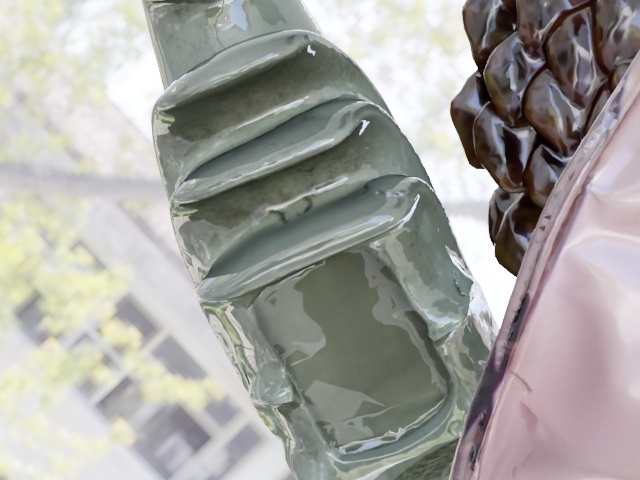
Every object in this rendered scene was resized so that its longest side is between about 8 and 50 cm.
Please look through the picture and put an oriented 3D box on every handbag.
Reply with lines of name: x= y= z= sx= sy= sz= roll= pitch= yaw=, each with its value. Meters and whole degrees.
handbag: x=0.131 y=0.025 z=0.568 sx=0.116 sy=0.205 sz=0.179 roll=28 pitch=21 yaw=16

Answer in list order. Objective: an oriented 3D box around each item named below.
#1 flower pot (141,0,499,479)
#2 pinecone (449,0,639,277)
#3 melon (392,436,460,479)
flower pot: x=0.000 y=0.000 z=1.222 sx=0.254 sy=0.164 sz=0.367 roll=-104 pitch=168 yaw=-59
pinecone: x=0.289 y=-0.106 z=1.223 sx=0.398 sy=0.398 sz=0.398 roll=45 pitch=-7 yaw=7
melon: x=0.120 y=0.201 z=0.890 sx=0.248 sy=0.248 sz=0.329 roll=45 pitch=25 yaw=12
